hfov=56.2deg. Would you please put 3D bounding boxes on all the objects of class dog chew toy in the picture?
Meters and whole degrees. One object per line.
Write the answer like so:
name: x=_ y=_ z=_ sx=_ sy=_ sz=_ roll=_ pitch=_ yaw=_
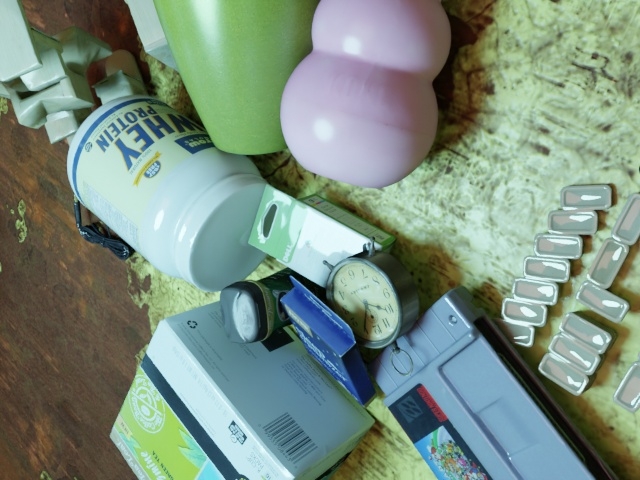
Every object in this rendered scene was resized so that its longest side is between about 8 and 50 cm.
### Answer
dog chew toy: x=0.072 y=-0.240 z=0.764 sx=0.206 sy=0.206 sz=0.332 roll=24 pitch=106 yaw=32

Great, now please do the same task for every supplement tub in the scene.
supplement tub: x=-0.245 y=-0.082 z=1.015 sx=0.325 sy=0.235 sz=0.235 roll=34 pitch=118 yaw=28

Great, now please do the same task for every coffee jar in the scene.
coffee jar: x=-0.074 y=0.098 z=0.949 sx=0.079 sy=0.184 sz=0.096 roll=-2 pitch=97 yaw=39

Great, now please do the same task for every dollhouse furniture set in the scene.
dollhouse furniture set: x=-0.419 y=-0.369 z=1.032 sx=0.394 sy=0.362 sz=0.256 roll=-20 pitch=87 yaw=11

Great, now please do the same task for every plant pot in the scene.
plant pot: x=-0.103 y=-0.285 z=0.869 sx=0.274 sy=0.275 sz=0.294 roll=19 pitch=124 yaw=34

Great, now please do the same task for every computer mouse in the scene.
computer mouse: x=-0.475 y=-0.098 z=1.311 sx=0.184 sy=0.060 sz=0.262 roll=18 pitch=122 yaw=30

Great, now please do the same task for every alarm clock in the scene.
alarm clock: x=0.081 y=0.096 z=0.824 sx=0.129 sy=0.064 sz=0.192 roll=-27 pitch=83 yaw=45

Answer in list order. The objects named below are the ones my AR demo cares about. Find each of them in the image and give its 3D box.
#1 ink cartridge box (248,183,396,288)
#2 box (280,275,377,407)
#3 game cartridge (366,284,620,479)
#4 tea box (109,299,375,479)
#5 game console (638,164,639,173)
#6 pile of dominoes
ink cartridge box: x=0.000 y=0.000 z=0.926 sx=0.209 sy=0.062 sz=0.109 roll=29 pitch=116 yaw=18
box: x=0.011 y=0.154 z=0.893 sx=0.136 sy=0.036 sz=0.225 roll=38 pitch=160 yaw=35
game cartridge: x=0.224 y=0.264 z=0.806 sx=0.355 sy=0.068 sz=0.230 roll=53 pitch=133 yaw=17
tea box: x=-0.148 y=0.324 z=1.031 sx=0.329 sy=0.220 sz=0.323 roll=43 pitch=123 yaw=23
game console: x=0.412 y=-0.052 z=0.574 sx=0.124 sy=0.085 sz=0.144 roll=-49 pitch=53 yaw=45
pile of dominoes: x=0.340 y=0.061 z=0.723 sx=0.196 sy=0.040 sz=0.251 roll=33 pitch=110 yaw=34
